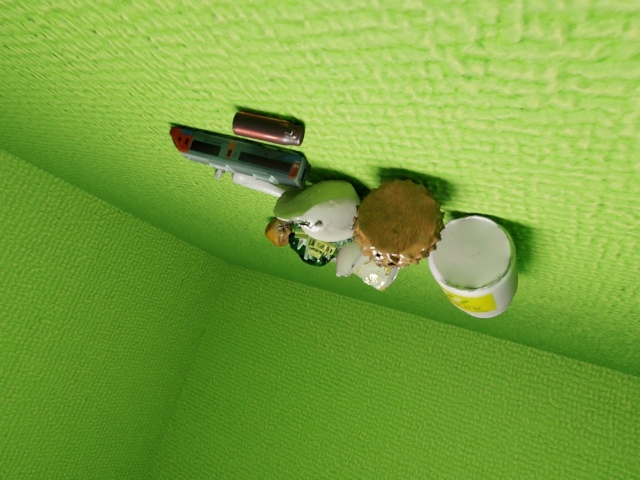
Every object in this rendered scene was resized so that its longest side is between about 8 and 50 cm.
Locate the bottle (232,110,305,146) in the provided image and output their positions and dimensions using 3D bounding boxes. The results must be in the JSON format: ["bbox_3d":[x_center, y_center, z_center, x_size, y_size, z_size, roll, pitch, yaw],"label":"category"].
[{"bbox_3d":[-0.113,-0.247,0.979,0.164,0.060,0.060,15,167,15],"label":"bottle"}]

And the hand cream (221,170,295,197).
[{"bbox_3d":[-0.127,-0.161,1.305,0.336,0.076,0.121,21,-154,-13],"label":"hand cream"}]

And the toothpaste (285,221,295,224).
[{"bbox_3d":[-0.112,-0.076,1.798,0.083,0.019,0.027,7,139,41],"label":"toothpaste"}]

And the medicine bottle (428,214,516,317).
[{"bbox_3d":[0.441,0.091,1.237,0.213,0.213,0.379,12,166,30],"label":"medicine bottle"}]

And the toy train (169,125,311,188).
[{"bbox_3d":[-0.232,-0.225,1.189,0.409,0.089,0.086,15,172,15],"label":"toy train"}]

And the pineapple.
[{"bbox_3d":[0.199,-0.017,1.141,0.223,0.223,0.357,17,172,11],"label":"pineapple"}]

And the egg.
[{"bbox_3d":[0.161,0.050,1.581,0.271,0.206,0.162,12,-159,-46],"label":"egg"}]

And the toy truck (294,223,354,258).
[{"bbox_3d":[0.002,-0.003,1.404,0.128,0.135,0.259,25,168,-24],"label":"toy truck"}]

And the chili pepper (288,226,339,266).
[{"bbox_3d":[0.004,0.020,1.709,0.261,0.165,0.174,17,150,24],"label":"chili pepper"}]

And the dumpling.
[{"bbox_3d":[0.008,-0.103,1.202,0.243,0.175,0.227,26,-164,-38],"label":"dumpling"}]

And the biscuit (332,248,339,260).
[{"bbox_3d":[0.150,0.077,1.920,0.179,0.084,0.281,21,170,-28],"label":"biscuit"}]

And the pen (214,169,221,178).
[{"bbox_3d":[-0.320,-0.234,1.421,0.025,0.025,0.204,23,166,-16],"label":"pen"}]

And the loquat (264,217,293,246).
[{"bbox_3d":[-0.170,-0.036,1.865,0.137,0.113,0.137,40,161,17],"label":"loquat"}]
